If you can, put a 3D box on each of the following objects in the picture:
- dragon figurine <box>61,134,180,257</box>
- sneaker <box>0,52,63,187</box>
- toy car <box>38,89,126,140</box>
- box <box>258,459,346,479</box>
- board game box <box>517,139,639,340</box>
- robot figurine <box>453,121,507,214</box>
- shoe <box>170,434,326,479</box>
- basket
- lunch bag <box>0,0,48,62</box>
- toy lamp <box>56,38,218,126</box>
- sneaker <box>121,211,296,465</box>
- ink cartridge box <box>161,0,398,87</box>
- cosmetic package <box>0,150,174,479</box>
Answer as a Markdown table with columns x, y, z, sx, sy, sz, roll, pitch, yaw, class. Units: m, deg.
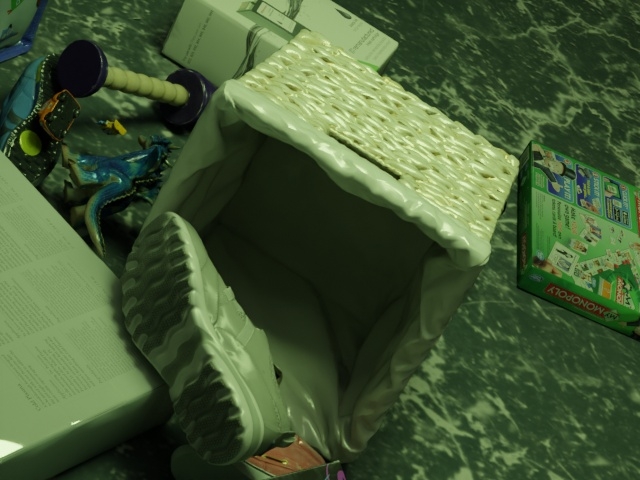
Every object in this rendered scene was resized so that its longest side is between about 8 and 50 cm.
| x | y | z | sx | sy | sz | roll | pitch | yaw | class |
| --- | --- | --- | --- | --- | --- | --- | --- | --- | --- |
| -0.218 | -0.063 | 1.731 | 0.144 | 0.085 | 0.289 | -5 | 17 | -13 | dragon figurine |
| -0.353 | -0.130 | 1.809 | 0.069 | 0.082 | 0.209 | 39 | 46 | -33 | sneaker |
| -0.290 | -0.132 | 1.795 | 0.122 | 0.040 | 0.060 | 32 | 66 | -49 | toy car |
| -0.006 | 0.306 | 1.494 | 0.116 | 0.029 | 0.162 | -6 | 73 | -39 | box |
| 0.387 | -0.004 | 2.180 | 0.213 | 0.046 | 0.317 | 24 | 36 | -10 | board game box |
| 0.105 | -0.055 | 1.941 | 0.209 | 0.173 | 0.278 | 49 | 39 | 8 | robot figurine |
| -0.071 | 0.233 | 1.560 | 0.178 | 0.063 | 0.081 | 24 | 34 | -18 | shoe |
| 0.000 | 0.000 | 1.675 | 0.328 | 0.331 | 0.266 | 33 | 30 | 3 | basket |
| -0.456 | -0.441 | 1.825 | 0.328 | 0.385 | 0.239 | 36 | 36 | 9 | lunch bag |
| -0.217 | -0.193 | 1.903 | 0.080 | 0.080 | 0.274 | 50 | 19 | 26 | toy lamp |
| -0.113 | 0.101 | 1.523 | 0.115 | 0.105 | 0.281 | 12 | 49 | -51 | sneaker |
| -0.055 | -0.273 | 2.134 | 0.273 | 0.115 | 0.198 | 32 | 36 | 3 | ink cartridge box |
| -0.350 | 0.071 | 1.526 | 0.377 | 0.097 | 0.284 | 45 | 36 | 19 | cosmetic package |
